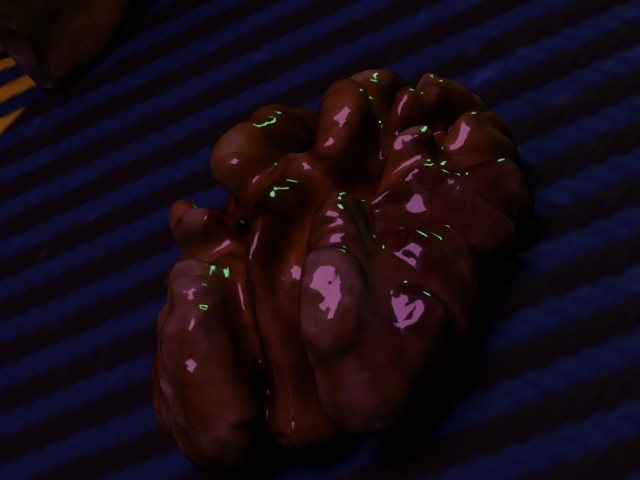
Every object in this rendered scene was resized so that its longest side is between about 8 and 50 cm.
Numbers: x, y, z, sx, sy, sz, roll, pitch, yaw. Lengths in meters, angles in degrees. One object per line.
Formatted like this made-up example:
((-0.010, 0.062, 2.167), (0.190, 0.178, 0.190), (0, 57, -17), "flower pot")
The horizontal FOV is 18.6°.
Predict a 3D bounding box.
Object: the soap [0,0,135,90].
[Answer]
((-0.156, -0.287, 0.933), (0.156, 0.335, 0.293), (11, 57, 48), "soap")

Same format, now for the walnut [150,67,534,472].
((0.000, 0.000, 0.684), (0.143, 0.069, 0.170), (-19, 35, 26), "walnut")
